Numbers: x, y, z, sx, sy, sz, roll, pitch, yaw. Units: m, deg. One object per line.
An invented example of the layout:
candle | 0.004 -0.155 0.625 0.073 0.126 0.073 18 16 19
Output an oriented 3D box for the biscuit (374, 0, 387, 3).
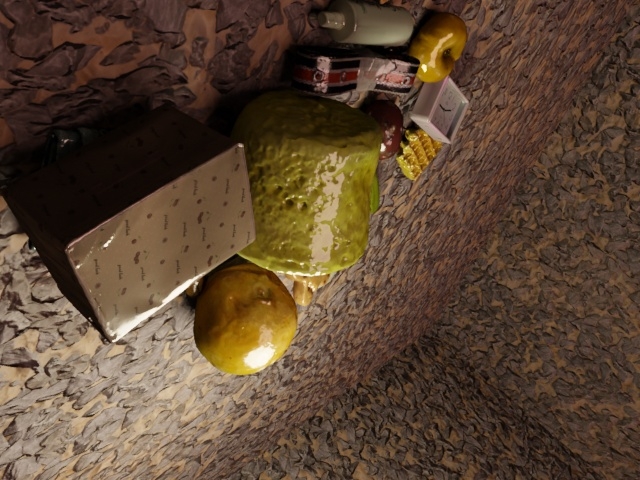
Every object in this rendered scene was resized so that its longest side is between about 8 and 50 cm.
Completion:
biscuit | 0.172 -0.569 1.121 0.188 0.056 0.052 -42 156 -17

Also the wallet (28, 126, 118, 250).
wallet | -0.331 -0.088 0.972 0.342 0.075 0.237 -10 132 -52

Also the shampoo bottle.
shampoo bottle | 0.091 -0.454 1.115 0.262 0.085 0.085 -19 141 -46

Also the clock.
clock | 0.357 -0.388 1.583 0.197 0.063 0.150 21 94 -54

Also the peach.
peach | 0.302 -0.493 1.375 0.179 0.103 0.179 -40 155 -22

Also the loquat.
loquat | -0.202 0.204 1.365 0.284 0.276 0.276 -40 161 31

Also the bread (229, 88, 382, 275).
bread | -0.041 -0.121 1.076 0.348 0.348 0.308 -22 140 -43

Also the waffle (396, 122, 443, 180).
waffle | 0.309 -0.297 1.707 0.160 0.055 0.211 -52 154 2

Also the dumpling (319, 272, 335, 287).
dumpling | -0.019 0.065 1.639 0.215 0.126 0.167 -20 116 -31

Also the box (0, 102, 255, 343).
box | -0.278 -0.036 0.839 0.297 0.190 0.225 -38 146 -30

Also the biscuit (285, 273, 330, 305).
biscuit | 0.002 0.000 1.461 0.275 0.052 0.355 78 32 -43

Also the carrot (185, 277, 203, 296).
carrot | -0.293 0.037 1.237 0.049 0.049 0.255 -27 143 -38

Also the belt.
belt | 0.081 -0.374 1.167 0.359 0.126 0.094 -21 141 -43

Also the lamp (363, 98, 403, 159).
lamp | 0.147 -0.287 1.391 0.156 0.134 0.157 -65 161 -77

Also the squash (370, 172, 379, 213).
squash | 0.148 -0.159 1.640 0.066 0.066 0.201 -38 146 -21
